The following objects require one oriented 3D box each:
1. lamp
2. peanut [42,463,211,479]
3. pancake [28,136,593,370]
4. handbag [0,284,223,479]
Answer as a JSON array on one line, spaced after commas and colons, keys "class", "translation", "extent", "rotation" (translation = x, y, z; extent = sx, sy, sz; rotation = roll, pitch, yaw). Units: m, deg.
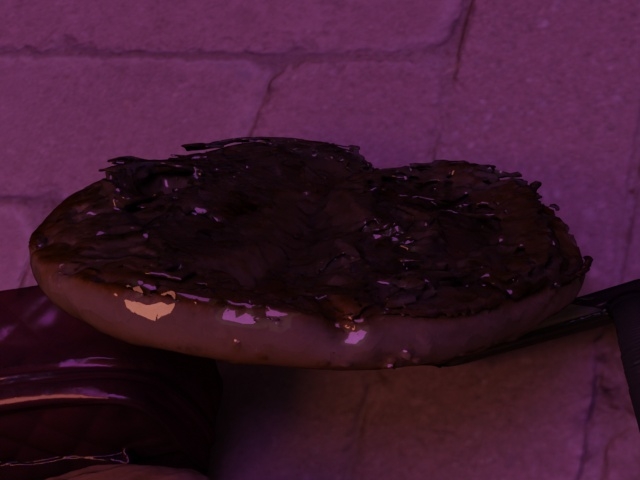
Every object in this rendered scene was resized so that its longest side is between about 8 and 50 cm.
[{"class": "lamp", "translation": [0.166, 0.130, 0.925], "extent": [0.203, 0.124, 0.283], "rotation": [-20, 48, 20]}, {"class": "peanut", "translation": [-0.190, 0.253, 0.962], "extent": [0.313, 0.149, 0.149], "rotation": [-35, 51, 3]}, {"class": "pancake", "translation": [0.000, -0.001, 1.001], "extent": [0.382, 0.071, 0.382], "rotation": [4, 21, -1]}, {"class": "handbag", "translation": [-0.187, 0.115, 1.051], "extent": [0.225, 0.146, 0.135], "rotation": [-9, 50, 13]}]
